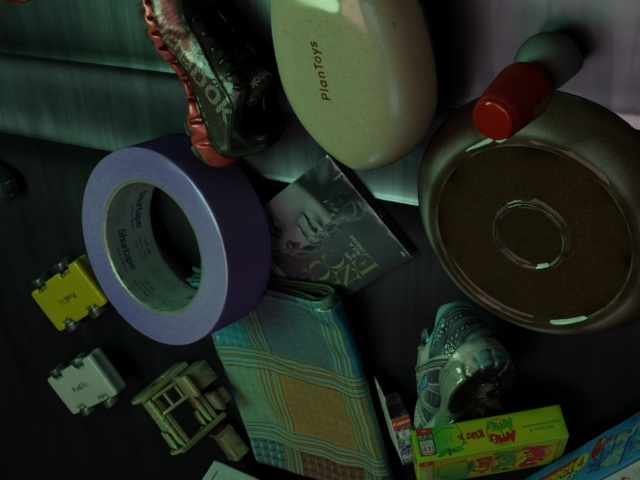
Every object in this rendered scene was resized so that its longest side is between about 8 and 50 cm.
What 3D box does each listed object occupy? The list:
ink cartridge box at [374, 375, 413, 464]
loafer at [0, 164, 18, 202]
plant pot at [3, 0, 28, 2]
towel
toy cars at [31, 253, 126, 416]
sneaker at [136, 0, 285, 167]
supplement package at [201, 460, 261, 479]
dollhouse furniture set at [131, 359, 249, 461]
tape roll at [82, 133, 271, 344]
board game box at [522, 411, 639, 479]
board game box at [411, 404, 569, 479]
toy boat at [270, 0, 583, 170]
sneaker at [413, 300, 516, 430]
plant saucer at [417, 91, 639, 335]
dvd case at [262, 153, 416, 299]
[{"bbox_3d":[0.105,0.241,1.363,0.029,0.063,0.115,-18,115,-4],"label":"ink cartridge box"},{"bbox_3d":[-0.581,-0.097,1.608,0.223,0.078,0.076,16,128,27],"label":"loafer"},{"bbox_3d":[-0.332,-0.424,1.047,0.267,0.267,0.235,-11,85,27],"label":"plant pot"},{"bbox_3d":[-0.039,0.210,1.446,0.271,0.040,0.370,7,125,37],"label":"towel"},{"bbox_3d":[-0.377,0.150,1.637,0.176,0.087,0.393,27,136,24],"label":"toy cars"},{"bbox_3d":[-0.120,-0.216,1.180,0.135,0.097,0.276,0,122,36],"label":"sneaker"},{"bbox_3d":[-0.085,0.471,1.560,0.244,0.139,0.134,17,146,27],"label":"supplement package"},{"bbox_3d":[-0.185,0.288,1.542,0.182,0.101,0.161,54,155,-8],"label":"dollhouse furniture set"},{"bbox_3d":[-0.198,-0.001,1.350,0.275,0.090,0.274,15,115,35],"label":"tape roll"},{"bbox_3d":[0.422,0.352,1.167,0.308,0.086,0.302,38,136,-4],"label":"board game box"},{"bbox_3d":[0.204,0.252,1.222,0.181,0.043,0.092,-10,148,0],"label":"board game box"},{"bbox_3d":[0.099,-0.183,1.026,0.318,0.148,0.267,20,136,31],"label":"toy boat"},{"bbox_3d":[0.170,0.173,1.259,0.283,0.110,0.122,101,153,-55],"label":"sneaker"},{"bbox_3d":[0.238,-0.014,1.100,0.311,0.050,0.310,19,131,24],"label":"plant saucer"},{"bbox_3d":[0.000,0.000,1.300,0.164,0.018,0.221,50,136,-5],"label":"dvd case"}]
